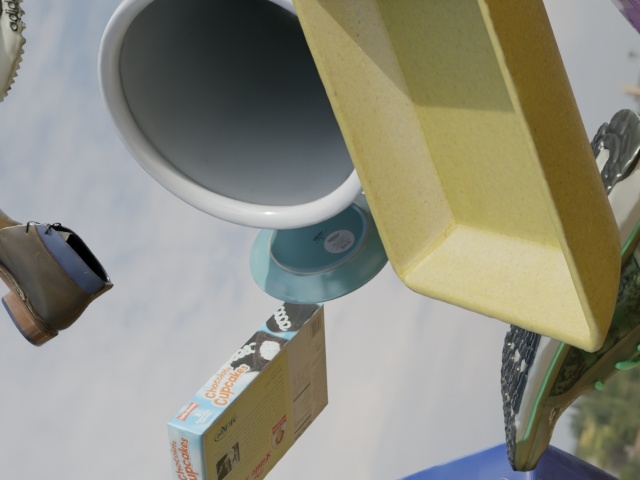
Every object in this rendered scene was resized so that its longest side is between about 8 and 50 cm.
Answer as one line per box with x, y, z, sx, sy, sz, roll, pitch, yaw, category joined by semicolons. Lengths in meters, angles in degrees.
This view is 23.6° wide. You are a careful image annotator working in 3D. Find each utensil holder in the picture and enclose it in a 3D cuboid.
-0.027;-0.257;1.773;0.385;0.327;0.328;-61;-20;-45;utensil holder

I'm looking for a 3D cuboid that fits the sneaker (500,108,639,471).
0.304;0.081;1.545;0.158;0.182;0.410;-79;8;-63;sneaker

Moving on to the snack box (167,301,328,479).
-0.092;0.236;2.106;0.322;0.060;0.187;-45;-38;-46;snack box

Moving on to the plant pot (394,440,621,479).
0.238;0.396;1.891;0.236;0.236;0.212;30;-132;-39;plant pot

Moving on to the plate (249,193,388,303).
0.000;0.000;1.874;0.024;0.188;0.188;69;-149;-43;plate

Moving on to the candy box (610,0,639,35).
0.286;-0.302;1.324;0.165;0.070;0.196;35;-119;-49;candy box

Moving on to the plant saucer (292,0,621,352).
0.116;-0.098;1.253;0.332;0.081;0.333;16;131;64;plant saucer

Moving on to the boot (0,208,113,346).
-0.311;-0.007;1.628;0.219;0.106;0.082;59;-170;-1;boot

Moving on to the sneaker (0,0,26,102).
-0.308;-0.229;1.114;0.102;0.146;0.293;-43;50;31;sneaker
